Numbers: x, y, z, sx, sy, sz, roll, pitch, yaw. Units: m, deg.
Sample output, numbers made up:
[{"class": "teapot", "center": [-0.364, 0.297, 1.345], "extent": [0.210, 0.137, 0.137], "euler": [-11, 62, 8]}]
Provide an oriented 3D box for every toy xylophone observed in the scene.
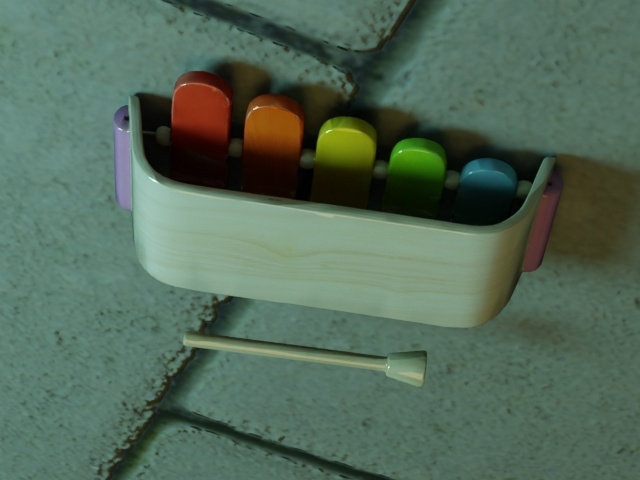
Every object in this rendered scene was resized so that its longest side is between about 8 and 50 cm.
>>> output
[{"class": "toy xylophone", "center": [0.000, 0.000, 1.259], "extent": [0.322, 0.081, 0.236], "euler": [13, 143, -5]}]
